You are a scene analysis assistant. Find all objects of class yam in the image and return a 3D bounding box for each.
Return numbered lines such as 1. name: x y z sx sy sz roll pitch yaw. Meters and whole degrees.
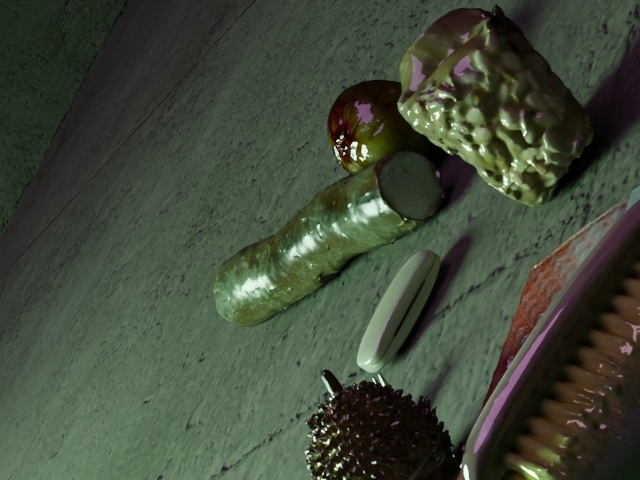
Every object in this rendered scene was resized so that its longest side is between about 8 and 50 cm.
1. yam: 0.000 0.000 1.236 0.253 0.061 0.061 -33 27 55

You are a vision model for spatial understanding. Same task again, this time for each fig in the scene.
1. fig: 0.054 -0.080 1.236 0.098 0.082 0.084 -20 -21 -28

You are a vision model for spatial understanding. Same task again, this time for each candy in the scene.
1. candy: 0.099 -0.076 0.989 0.085 0.110 0.095 -47 15 14

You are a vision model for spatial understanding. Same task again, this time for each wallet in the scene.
1. wallet: 0.106 0.068 0.835 0.103 0.020 0.196 -37 24 49

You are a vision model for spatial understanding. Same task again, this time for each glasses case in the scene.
1. glasses case: 0.047 0.042 1.070 0.083 0.021 0.032 -61 16 -17

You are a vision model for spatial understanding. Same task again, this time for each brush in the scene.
1. brush: 0.169 -0.007 0.736 0.067 0.072 0.313 21 71 45

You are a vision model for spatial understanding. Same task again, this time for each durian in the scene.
1. durian: 0.027 0.102 0.886 0.080 0.091 0.080 -32 1 0

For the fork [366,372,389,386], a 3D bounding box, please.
1. fork: 0.013 0.166 0.928 0.034 0.028 0.219 -31 32 43
